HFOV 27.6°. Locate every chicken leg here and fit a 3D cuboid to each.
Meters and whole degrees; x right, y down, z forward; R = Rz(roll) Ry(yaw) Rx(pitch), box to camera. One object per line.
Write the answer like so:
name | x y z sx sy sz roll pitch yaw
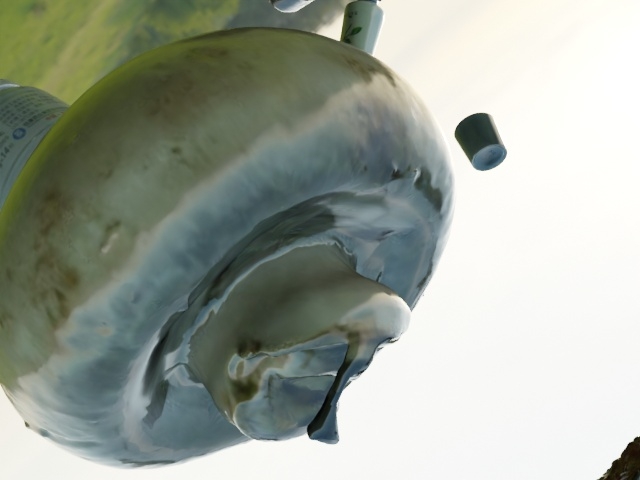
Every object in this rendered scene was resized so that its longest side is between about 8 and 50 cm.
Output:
chicken leg | 0.295 0.243 1.233 0.145 0.062 0.037 -60 -159 1

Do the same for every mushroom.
mushroom | -0.051 0.033 0.916 0.362 0.294 0.362 -30 149 -20

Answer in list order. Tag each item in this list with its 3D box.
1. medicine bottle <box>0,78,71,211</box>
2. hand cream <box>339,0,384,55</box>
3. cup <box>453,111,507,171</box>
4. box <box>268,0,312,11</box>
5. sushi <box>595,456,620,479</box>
medicine bottle | -0.510 -0.139 2.167 0.245 0.306 0.245 -40 147 -34
hand cream | 0.037 -0.200 1.606 0.080 0.050 0.234 -10 -115 62
cup | 0.292 -0.168 2.286 0.078 0.100 0.077 -48 -134 31
box | -0.083 -0.468 1.595 0.058 0.350 0.211 -20 -155 50
sushi | 0.572 0.452 2.220 0.236 0.171 0.270 -33 176 -13
